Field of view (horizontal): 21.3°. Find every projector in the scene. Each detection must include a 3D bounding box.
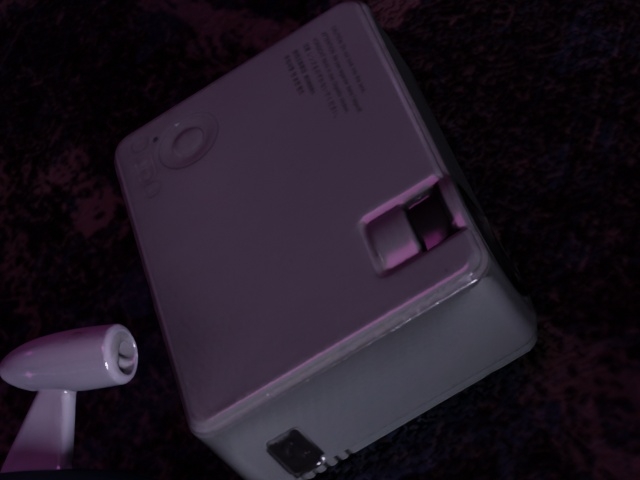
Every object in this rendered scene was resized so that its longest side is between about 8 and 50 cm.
[{"bbox_3d":[0.000,0.000,0.990,0.192,0.099,0.256,-32,44,10],"label":"projector"}]

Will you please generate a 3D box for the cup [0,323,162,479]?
[{"bbox_3d":[-0.107,0.192,0.867,0.173,0.167,0.299,-8,80,26],"label":"cup"}]
